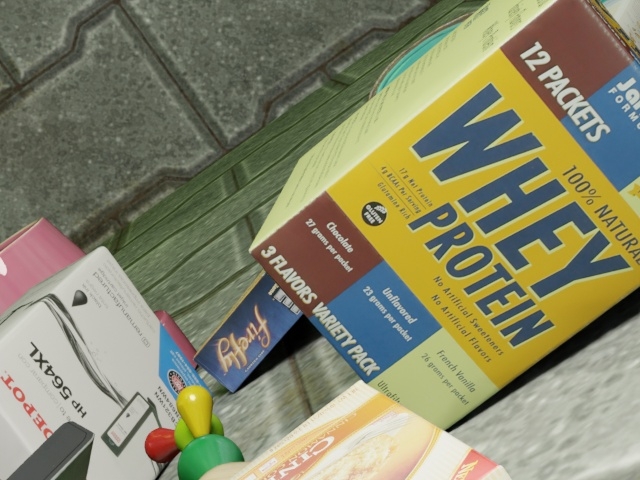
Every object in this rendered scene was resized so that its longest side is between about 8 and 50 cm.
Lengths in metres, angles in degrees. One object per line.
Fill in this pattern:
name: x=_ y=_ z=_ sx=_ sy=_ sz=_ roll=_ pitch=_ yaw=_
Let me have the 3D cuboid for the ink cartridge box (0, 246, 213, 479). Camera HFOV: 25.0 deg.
ink cartridge box: x=-0.178 y=0.117 z=0.998 sx=0.086 sy=0.148 sz=0.203 roll=-29 pitch=13 yaw=26

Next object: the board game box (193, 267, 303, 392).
board game box: x=0.000 y=0.000 z=1.135 sx=0.165 sy=0.042 sz=0.243 roll=-49 pitch=2 yaw=29

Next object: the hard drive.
hard drive: x=-0.173 y=0.180 z=0.837 sx=0.094 sy=0.022 sz=0.135 roll=-48 pitch=-20 yaw=-50

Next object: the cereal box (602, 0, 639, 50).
cereal box: x=0.183 y=-0.120 z=1.193 sx=0.173 sy=0.047 sz=0.240 roll=-30 pitch=11 yaw=32

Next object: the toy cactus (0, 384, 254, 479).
toy cactus: x=-0.079 y=0.139 z=0.751 sx=0.180 sy=0.112 sz=0.219 roll=-19 pitch=8 yaw=28

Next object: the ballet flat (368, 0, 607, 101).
ballet flat: x=0.183 y=-0.180 z=1.395 sx=0.316 sy=0.108 sz=0.106 roll=-32 pitch=-11 yaw=-8

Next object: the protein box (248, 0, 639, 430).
protein box: x=0.093 y=-0.033 z=0.776 sx=0.201 sy=0.136 sz=0.200 roll=-39 pitch=9 yaw=16

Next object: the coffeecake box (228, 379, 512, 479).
coffeecake box: x=0.001 y=0.134 z=0.548 sx=0.142 sy=0.068 sz=0.185 roll=-36 pitch=10 yaw=-9

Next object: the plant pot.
plant pot: x=-0.235 y=0.089 z=1.237 sx=0.201 sy=0.180 sz=0.201 roll=-34 pitch=11 yaw=7
